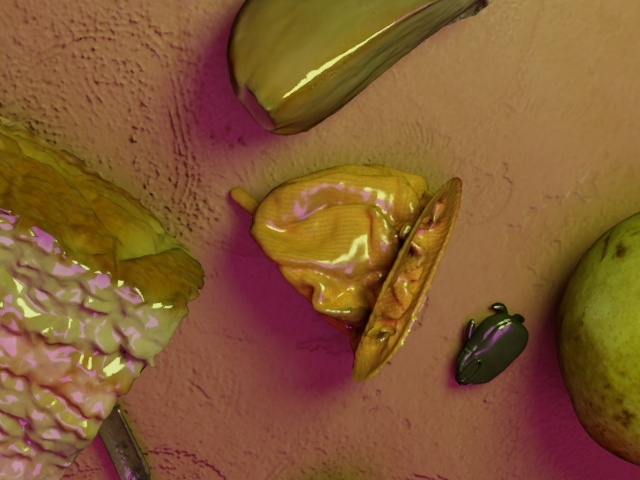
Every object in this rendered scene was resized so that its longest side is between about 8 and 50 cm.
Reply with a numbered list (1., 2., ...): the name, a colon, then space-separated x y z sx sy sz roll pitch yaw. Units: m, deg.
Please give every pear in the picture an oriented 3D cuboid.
1. pear: 0.404 0.116 1.063 0.303 0.304 0.304 -2 108 -5

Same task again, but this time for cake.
1. cake: -0.318 0.066 0.974 0.314 0.293 0.307 33 107 -11

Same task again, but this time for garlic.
1. garlic: 0.069 -0.216 0.974 0.338 0.196 0.151 -25 124 0

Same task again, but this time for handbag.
1. handbag: 0.197 0.130 1.169 0.072 0.047 0.111 34 101 -20

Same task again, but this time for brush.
1. brush: -0.213 0.305 1.188 0.043 0.036 0.248 -21 108 0

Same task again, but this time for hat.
1. hat: 0.000 0.000 1.074 0.233 0.244 0.233 28 72 16
